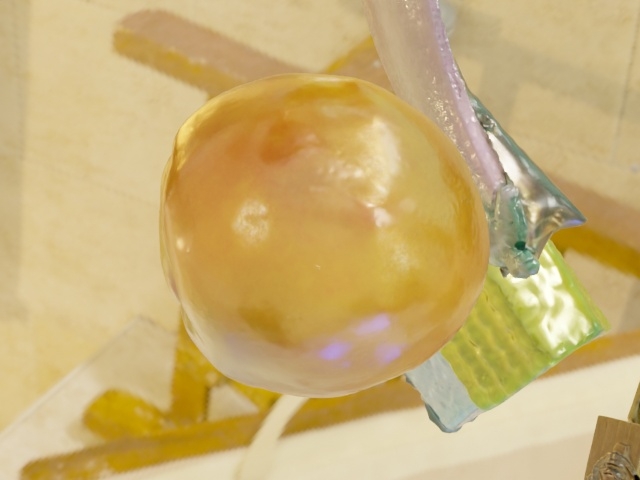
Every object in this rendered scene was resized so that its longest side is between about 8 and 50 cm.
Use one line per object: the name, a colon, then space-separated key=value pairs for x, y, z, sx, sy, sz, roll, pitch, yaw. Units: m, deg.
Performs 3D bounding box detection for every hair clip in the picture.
hair clip: x=0.100 y=-0.134 z=1.227 sx=0.095 sy=0.110 sz=0.358 roll=-31 pitch=85 yaw=13

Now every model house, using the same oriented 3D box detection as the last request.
model house: x=0.191 y=0.058 z=1.716 sx=0.237 sy=0.215 sz=0.303 roll=57 pitch=164 yaw=8

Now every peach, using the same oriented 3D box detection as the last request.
peach: x=0.000 y=0.000 z=0.596 sx=0.138 sy=0.138 sz=0.138 roll=17 pitch=126 yaw=25

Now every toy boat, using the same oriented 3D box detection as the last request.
toy boat: x=0.214 y=0.189 z=1.013 sx=0.057 sy=0.077 sz=0.200 roll=7 pitch=83 yaw=53
